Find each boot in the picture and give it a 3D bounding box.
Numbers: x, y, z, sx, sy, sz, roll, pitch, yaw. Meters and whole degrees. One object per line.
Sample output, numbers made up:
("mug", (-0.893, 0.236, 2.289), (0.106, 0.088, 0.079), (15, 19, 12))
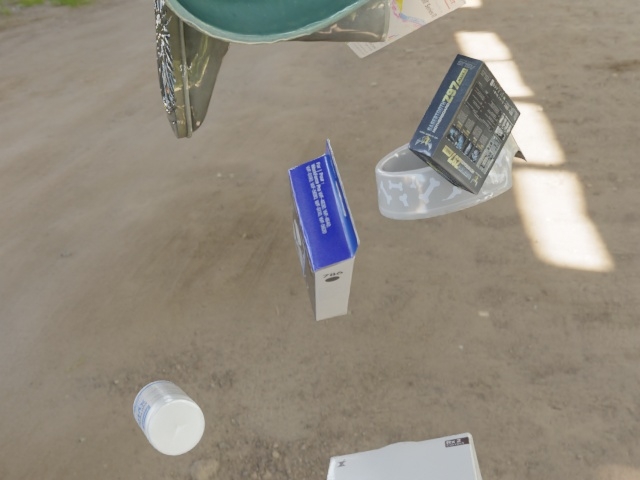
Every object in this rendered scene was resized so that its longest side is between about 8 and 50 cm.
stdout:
("boot", (-0.040, -0.189, 0.584), (0.209, 0.189, 0.076), (-6, 22, -24))

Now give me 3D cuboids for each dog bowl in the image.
("dog bowl", (0.283, -0.167, 1.454), (0.349, 0.102, 0.349), (-18, 19, 6))

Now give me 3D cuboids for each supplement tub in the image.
("supplement tub", (-0.193, 0.221, 0.813), (0.071, 0.071, 0.107), (-22, 9, -23))

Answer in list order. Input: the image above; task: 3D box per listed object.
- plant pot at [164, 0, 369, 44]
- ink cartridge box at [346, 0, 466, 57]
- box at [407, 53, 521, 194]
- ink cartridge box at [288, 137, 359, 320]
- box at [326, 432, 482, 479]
("plant pot", (-0.032, -0.286, 0.338), (0.293, 0.293, 0.196), (-31, 71, -34))
("ink cartridge box", (0.193, -0.573, 1.448), (0.354, 0.119, 0.207), (-23, -17, 21))
("box", (0.267, -0.202, 1.170), (0.059, 0.183, 0.233), (30, 5, 36))
("ink cartridge box", (0.000, 0.000, 0.979), (0.065, 0.332, 0.165), (-12, 68, -6))
("box", (0.100, 0.326, 0.722), (0.181, 0.119, 0.182), (-14, 13, 11))
